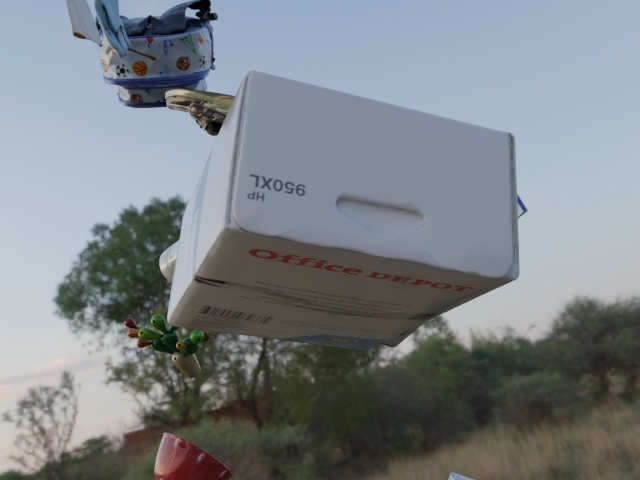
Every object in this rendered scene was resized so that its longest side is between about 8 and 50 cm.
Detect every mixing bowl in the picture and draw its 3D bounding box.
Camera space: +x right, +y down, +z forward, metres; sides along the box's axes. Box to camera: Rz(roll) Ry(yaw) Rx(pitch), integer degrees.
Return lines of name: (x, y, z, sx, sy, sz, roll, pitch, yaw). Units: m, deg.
mixing bowl: (-0.294, 0.512, 1.613, 0.182, 0.098, 0.181, 24, -30, 15)

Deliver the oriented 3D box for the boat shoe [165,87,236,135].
boat shoe: (-0.184, -0.219, 1.283, 0.224, 0.073, 0.080, 12, 5, 28)

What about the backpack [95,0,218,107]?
backpack: (-0.344, -0.383, 1.534, 0.277, 0.213, 0.263, -10, 16, -3)

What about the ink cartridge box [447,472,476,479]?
ink cartridge box: (0.367, 0.643, 1.733, 0.179, 0.145, 0.045, 20, 2, -6)

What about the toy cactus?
toy cactus: (-0.320, 0.224, 1.630, 0.219, 0.180, 0.112, -9, 34, 29)

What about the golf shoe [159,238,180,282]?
golf shoe: (-0.202, -0.017, 1.584, 0.306, 0.115, 0.140, -41, -2, -33)

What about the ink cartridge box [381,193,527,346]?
ink cartridge box: (0.207, 0.014, 1.317, 0.069, 0.175, 0.371, 20, -54, -36)

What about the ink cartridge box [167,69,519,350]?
ink cartridge box: (0.000, 0.000, 0.841, 0.286, 0.166, 0.395, 10, -20, -16)

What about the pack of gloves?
pack of gloves: (-0.379, -0.403, 1.161, 0.046, 0.232, 0.195, -16, -3, 11)
